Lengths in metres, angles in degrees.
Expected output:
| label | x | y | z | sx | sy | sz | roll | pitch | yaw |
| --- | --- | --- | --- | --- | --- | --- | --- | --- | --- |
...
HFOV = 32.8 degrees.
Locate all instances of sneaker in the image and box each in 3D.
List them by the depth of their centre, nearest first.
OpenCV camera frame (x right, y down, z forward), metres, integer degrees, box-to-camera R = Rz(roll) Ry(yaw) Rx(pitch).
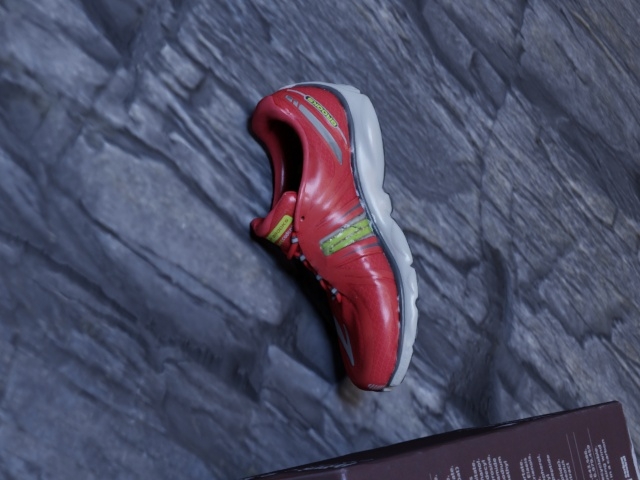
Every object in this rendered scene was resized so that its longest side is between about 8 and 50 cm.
| label | x | y | z | sx | sy | sz | roll | pitch | yaw |
| --- | --- | --- | --- | --- | --- | --- | --- | --- | --- |
| sneaker | 0.000 | 0.000 | 0.939 | 0.118 | 0.107 | 0.279 | -8 | 78 | -30 |

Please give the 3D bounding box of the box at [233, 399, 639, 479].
| label | x | y | z | sx | sy | sz | roll | pitch | yaw |
| --- | --- | --- | --- | --- | --- | --- | --- | --- | --- |
| box | 0.083 | 0.225 | 0.855 | 0.381 | 0.191 | 0.143 | -2 | 77 | -49 |
